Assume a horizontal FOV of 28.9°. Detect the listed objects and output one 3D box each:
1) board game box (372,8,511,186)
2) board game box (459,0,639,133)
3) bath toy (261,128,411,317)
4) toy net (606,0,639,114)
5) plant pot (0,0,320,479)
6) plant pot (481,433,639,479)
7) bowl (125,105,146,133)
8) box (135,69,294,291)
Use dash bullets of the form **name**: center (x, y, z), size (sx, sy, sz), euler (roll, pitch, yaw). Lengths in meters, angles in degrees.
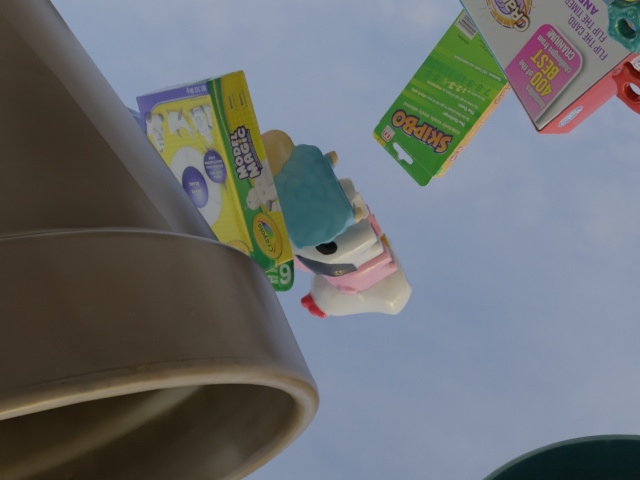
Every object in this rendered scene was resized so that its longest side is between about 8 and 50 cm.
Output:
- **board game box**: center (0.187, -0.208, 1.748), size (0.124, 0.259, 0.039), euler (48, -156, 24)
- **board game box**: center (0.295, -0.299, 1.294), size (0.064, 0.316, 0.242), euler (-4, -120, -48)
- **bath toy**: center (0.000, 0.000, 1.331), size (0.129, 0.348, 0.151), euler (-26, -114, 6)
- **toy net**: center (0.222, -0.171, 0.901), size (0.045, 0.122, 0.232), euler (-39, -108, -26)
- **plant pot**: center (-0.196, 0.001, 0.556), size (0.323, 0.323, 0.280), euler (-15, -109, -15)
- **plant pot**: center (0.230, 0.331, 0.923), size (0.271, 0.255, 0.272), euler (-5, -149, 3)
- **bowl**: center (-0.289, 0.032, 1.393), size (0.077, 0.391, 0.391), euler (33, -122, 32)
- **box**: center (-0.083, -0.039, 0.997), size (0.043, 0.105, 0.179), euler (-26, -76, -38)
